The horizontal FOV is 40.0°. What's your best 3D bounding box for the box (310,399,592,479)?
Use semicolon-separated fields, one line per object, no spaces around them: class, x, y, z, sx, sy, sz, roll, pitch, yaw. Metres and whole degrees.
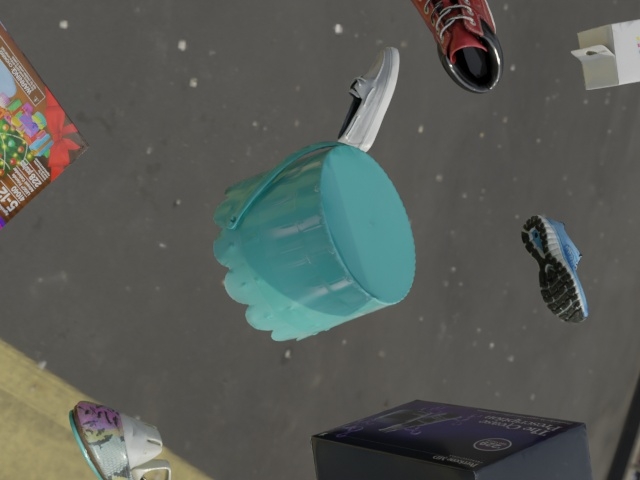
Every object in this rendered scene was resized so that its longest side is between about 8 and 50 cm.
box;0.141;0.258;0.986;0.184;0.261;0.103;-13;95;-38

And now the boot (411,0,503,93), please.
boot;0.123;-0.278;0.931;0.244;0.088;0.176;54;21;-24

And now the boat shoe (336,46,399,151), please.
boat shoe;0.076;-0.241;1.469;0.063;0.066;0.184;18;98;-21

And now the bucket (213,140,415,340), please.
bucket;0.000;0.000;1.284;0.281;0.183;0.281;34;46;-44

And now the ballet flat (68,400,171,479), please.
ballet flat;-0.204;0.243;0.947;0.079;0.077;0.221;-13;129;-7

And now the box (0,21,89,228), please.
box;-0.391;-0.139;0.895;0.201;0.057;0.293;-48;139;-19

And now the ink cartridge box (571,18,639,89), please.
ink cartridge box;0.457;-0.279;1.308;0.143;0.092;0.090;-12;97;-14

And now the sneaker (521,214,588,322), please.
sneaker;0.344;0.036;1.228;0.073;0.063;0.162;-2;66;-30
